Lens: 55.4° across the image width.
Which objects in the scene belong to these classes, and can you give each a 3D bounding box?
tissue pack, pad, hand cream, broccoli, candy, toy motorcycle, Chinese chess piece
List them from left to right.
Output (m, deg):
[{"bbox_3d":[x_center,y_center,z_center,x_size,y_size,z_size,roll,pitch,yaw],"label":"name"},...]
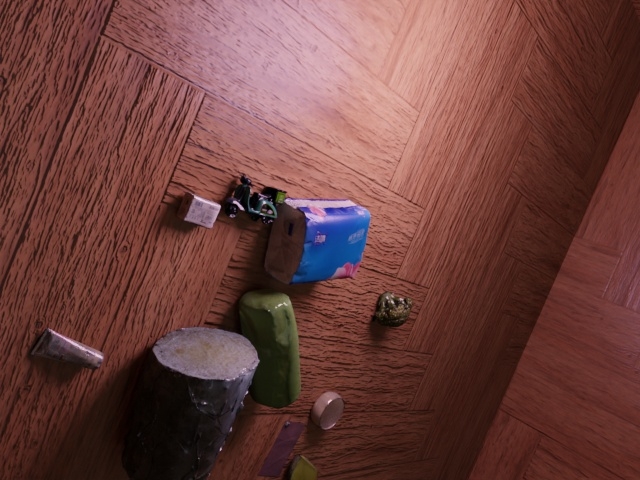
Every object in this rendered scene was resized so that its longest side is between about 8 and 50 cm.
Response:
[{"bbox_3d":[-0.504,0.224,1.223,0.143,0.039,0.061,36,88,-42],"label":"hand cream"},{"bbox_3d":[-0.266,-0.064,1.328,0.083,0.042,0.062,20,93,-51],"label":"tissue pack"},{"bbox_3d":[-0.157,-0.093,1.427,0.173,0.058,0.100,12,93,-52],"label":"toy motorcycle"},{"bbox_3d":[-0.129,0.288,1.595,0.132,0.142,0.343,-19,123,-26],"label":"candy"},{"bbox_3d":[-0.118,0.654,1.906,0.113,0.006,0.188,33,84,-52],"label":"pad"},{"bbox_3d":[0.000,0.000,1.588,0.269,0.137,0.209,-1,109,-48],"label":"tissue pack"},{"bbox_3d":[0.023,0.550,1.977,0.122,0.051,0.122,-25,128,-37],"label":"Chinese chess piece"},{"bbox_3d":[0.238,0.226,2.005,0.130,0.131,0.120,-26,90,-22],"label":"broccoli"}]

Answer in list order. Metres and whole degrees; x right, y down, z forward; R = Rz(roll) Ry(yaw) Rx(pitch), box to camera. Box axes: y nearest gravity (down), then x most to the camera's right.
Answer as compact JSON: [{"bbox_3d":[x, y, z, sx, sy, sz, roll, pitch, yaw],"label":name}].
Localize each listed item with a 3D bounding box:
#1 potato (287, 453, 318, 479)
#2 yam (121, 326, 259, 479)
[{"bbox_3d":[-0.069,0.770,1.988,0.119,0.054,0.198,-40,131,-27],"label":"potato"},{"bbox_3d":[-0.303,0.386,1.393,0.241,0.241,0.348,10,104,-50],"label":"yam"}]
